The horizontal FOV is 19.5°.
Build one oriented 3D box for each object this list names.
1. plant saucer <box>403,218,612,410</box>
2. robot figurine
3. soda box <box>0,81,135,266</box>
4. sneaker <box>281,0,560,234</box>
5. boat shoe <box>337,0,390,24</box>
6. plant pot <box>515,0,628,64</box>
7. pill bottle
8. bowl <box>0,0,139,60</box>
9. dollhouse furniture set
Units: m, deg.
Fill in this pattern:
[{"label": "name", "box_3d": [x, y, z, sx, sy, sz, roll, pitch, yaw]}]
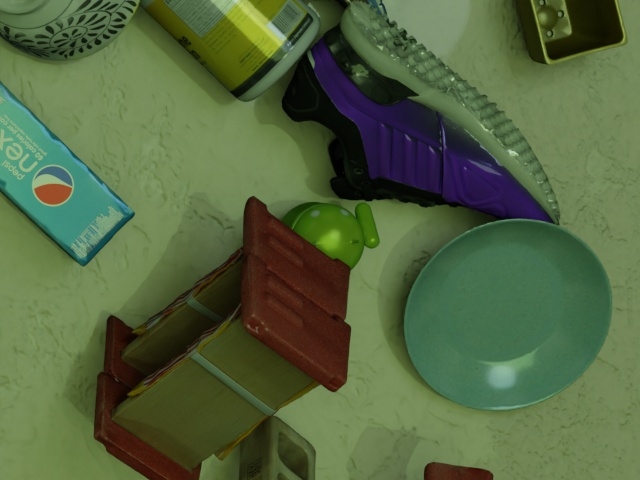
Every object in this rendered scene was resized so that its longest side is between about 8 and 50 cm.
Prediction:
[{"label": "plant saucer", "box_3d": [0.168, 0.063, 1.709, 0.194, 0.037, 0.195, -3, 113, -7]}, {"label": "robot figurine", "box_3d": [0.000, 0.000, 1.643, 0.101, 0.115, 0.067, -7, 94, -13]}, {"label": "soda box", "box_3d": [-0.259, -0.073, 1.601, 0.067, 0.071, 0.210, -46, 101, -7]}, {"label": "sneaker", "box_3d": [0.083, -0.079, 1.676, 0.293, 0.102, 0.146, 38, 110, -25]}, {"label": "boat shoe", "box_3d": [0.000, -0.247, 1.665, 0.066, 0.066, 0.183, -30, 96, 1]}, {"label": "plant pot", "box_3d": [0.220, -0.206, 1.703, 0.081, 0.083, 0.081, -16, 96, -11]}, {"label": "pill bottle", "box_3d": [-0.096, -0.216, 1.618, 0.184, 0.103, 0.103, 44, 83, -11]}, {"label": "bowl", "box_3d": [-0.239, -0.229, 1.555, 0.170, 0.080, 0.170, 5, 104, 18]}, {"label": "dollhouse furniture set", "box_3d": [0.005, 0.164, 1.613, 0.201, 0.152, 0.374, -37, 120, 27]}]
